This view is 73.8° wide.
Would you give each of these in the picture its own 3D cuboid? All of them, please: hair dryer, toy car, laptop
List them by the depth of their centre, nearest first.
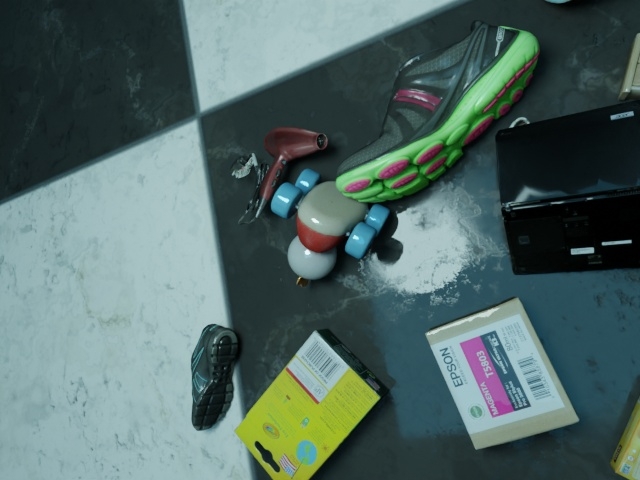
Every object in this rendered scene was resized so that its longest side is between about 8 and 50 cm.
[{"bbox_3d":[0.465,-0.082,0.790,0.234,0.137,0.264,-7,125,30],"label":"laptop"},{"bbox_3d":[0.000,0.000,0.970,0.219,0.210,0.238,29,124,9],"label":"toy car"},{"bbox_3d":[-0.099,-0.175,1.042,0.293,0.080,0.224,-35,55,28],"label":"hair dryer"}]

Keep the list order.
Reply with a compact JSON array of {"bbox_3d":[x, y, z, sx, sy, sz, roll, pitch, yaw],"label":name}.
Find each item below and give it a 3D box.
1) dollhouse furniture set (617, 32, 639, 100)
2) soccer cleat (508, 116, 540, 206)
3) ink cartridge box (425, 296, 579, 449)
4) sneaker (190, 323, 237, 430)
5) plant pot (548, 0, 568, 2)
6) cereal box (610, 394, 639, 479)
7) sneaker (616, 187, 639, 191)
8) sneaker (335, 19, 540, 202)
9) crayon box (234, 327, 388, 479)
[{"bbox_3d":[0.596,-0.310,0.638,0.173,0.355,0.303,13,90,24],"label":"dollhouse furniture set"},{"bbox_3d":[0.399,-0.147,0.851,0.068,0.076,0.196,-4,83,22],"label":"soccer cleat"},{"bbox_3d":[0.341,0.252,0.824,0.193,0.088,0.235,-26,75,17],"label":"ink cartridge box"},{"bbox_3d":[-0.278,0.341,1.081,0.106,0.101,0.267,13,90,45],"label":"sneaker"},{"bbox_3d":[0.531,-0.623,0.766,0.255,0.271,0.272,-24,75,3],"label":"plant pot"},{"bbox_3d":[0.648,0.367,0.704,0.240,0.047,0.173,22,93,23],"label":"cereal box"},{"bbox_3d":[0.634,-0.084,0.754,0.215,0.084,0.083,36,69,27],"label":"sneaker"},{"bbox_3d":[0.218,-0.263,0.897,0.483,0.185,0.202,-40,63,1],"label":"sneaker"},{"bbox_3d":[-0.027,0.384,0.964,0.202,0.081,0.318,43,100,21],"label":"crayon box"}]
